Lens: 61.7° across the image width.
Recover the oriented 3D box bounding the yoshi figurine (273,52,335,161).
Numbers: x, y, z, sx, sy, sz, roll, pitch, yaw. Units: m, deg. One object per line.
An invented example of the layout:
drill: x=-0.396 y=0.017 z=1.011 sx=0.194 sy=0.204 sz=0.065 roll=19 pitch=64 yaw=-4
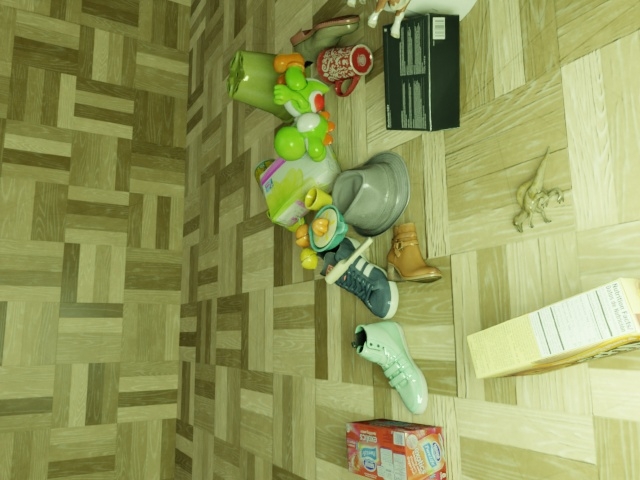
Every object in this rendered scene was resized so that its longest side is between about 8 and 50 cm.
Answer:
yoshi figurine: x=-0.092 y=-0.404 z=1.724 sx=0.203 sy=0.203 sz=0.362 roll=-35 pitch=62 yaw=44

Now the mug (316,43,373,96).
mug: x=0.090 y=-0.546 z=1.697 sx=0.113 sy=0.150 sz=0.169 roll=-44 pitch=29 yaw=-20

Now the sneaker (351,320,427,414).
sneaker: x=0.165 y=0.323 z=1.354 sx=0.094 sy=0.151 sz=0.256 roll=-55 pitch=43 yaw=39

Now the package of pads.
package of pads: x=-0.070 y=-0.211 z=1.828 sx=0.296 sy=0.101 sz=0.229 roll=-41 pitch=50 yaw=28

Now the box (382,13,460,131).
box: x=0.246 y=-0.405 z=1.319 sx=0.184 sy=0.103 sz=0.261 roll=21 pitch=119 yaw=57

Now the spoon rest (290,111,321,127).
spoon rest: x=-0.056 y=-0.417 z=1.951 sx=0.276 sy=0.084 sz=0.137 roll=122 pitch=144 yaw=-60

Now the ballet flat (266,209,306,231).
ballet flat: x=-0.138 y=-0.081 z=2.020 sx=0.231 sy=0.077 sz=0.077 roll=26 pitch=107 yaw=58

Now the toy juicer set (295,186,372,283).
toy juicer set: x=0.000 y=0.000 z=1.478 sx=0.209 sy=0.089 sz=0.329 roll=-61 pitch=33 yaw=16

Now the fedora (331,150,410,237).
fedora: x=0.120 y=-0.133 z=1.531 sx=0.275 sy=0.124 sz=0.244 roll=-32 pitch=59 yaw=55

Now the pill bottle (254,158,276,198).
pill bottle: x=-0.176 y=-0.216 z=2.068 sx=0.117 sy=0.117 sz=0.208 roll=-64 pitch=35 yaw=32

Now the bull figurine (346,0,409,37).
bull figurine: x=0.157 y=-0.591 z=1.223 sx=0.188 sy=0.101 sz=0.310 roll=-63 pitch=38 yaw=37

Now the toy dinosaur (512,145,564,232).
toy dinosaur: x=0.427 y=-0.093 z=1.061 sx=0.092 sy=0.053 sz=0.183 roll=45 pitch=124 yaw=55

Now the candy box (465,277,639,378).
candy box: x=0.424 y=0.156 z=0.895 sx=0.316 sy=0.183 sz=0.087 roll=-41 pitch=52 yaw=51

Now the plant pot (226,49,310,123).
plant pot: x=-0.213 y=-0.608 z=2.057 sx=0.276 sy=0.254 sz=0.276 roll=-13 pitch=75 yaw=59

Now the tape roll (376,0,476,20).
tape roll: x=0.267 y=-0.665 z=1.315 sx=0.246 sy=0.169 sz=0.246 roll=-17 pitch=70 yaw=58

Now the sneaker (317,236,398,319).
sneaker: x=0.086 y=0.103 z=1.529 sx=0.350 sy=0.148 sz=0.131 roll=49 pitch=127 yaw=51

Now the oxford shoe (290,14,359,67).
oxford shoe: x=0.028 y=-0.674 z=1.825 sx=0.348 sy=0.123 sz=0.130 roll=9 pitch=120 yaw=59

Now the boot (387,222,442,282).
boot: x=0.234 y=0.030 z=1.363 sx=0.197 sy=0.073 sz=0.152 roll=-4 pitch=78 yaw=57

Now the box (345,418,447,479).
box: x=0.180 y=0.518 z=1.325 sx=0.257 sy=0.122 sz=0.128 roll=-23 pitch=66 yaw=57
